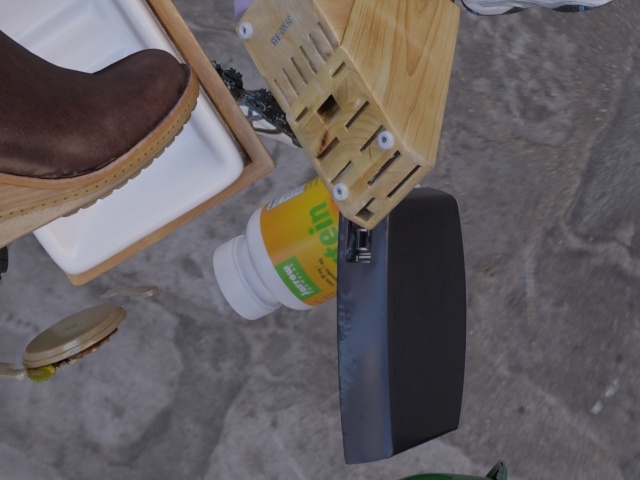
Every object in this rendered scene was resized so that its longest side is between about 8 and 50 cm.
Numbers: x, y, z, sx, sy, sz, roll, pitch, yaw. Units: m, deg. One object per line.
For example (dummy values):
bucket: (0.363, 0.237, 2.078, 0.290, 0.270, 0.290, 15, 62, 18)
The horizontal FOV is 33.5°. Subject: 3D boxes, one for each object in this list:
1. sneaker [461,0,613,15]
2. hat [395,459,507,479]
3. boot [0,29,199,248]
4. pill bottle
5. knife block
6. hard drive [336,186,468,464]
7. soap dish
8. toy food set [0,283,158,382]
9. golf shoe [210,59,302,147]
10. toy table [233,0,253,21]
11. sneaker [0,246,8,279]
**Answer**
sneaker: (0.252, -0.300, 1.162, 0.211, 0.080, 0.081, -6, 138, 16)
hat: (0.060, 0.249, 1.002, 0.184, 0.208, 0.173, 24, 71, 5)
boot: (-0.186, -0.102, 0.530, 0.090, 0.248, 0.206, 2, 123, 48)
pill bottle: (0.000, 0.000, 1.253, 0.246, 0.136, 0.136, -27, 87, 21)
knife block: (0.066, -0.159, 0.886, 0.088, 0.242, 0.275, -47, 65, 43)
hard drive: (0.083, 0.077, 1.022, 0.054, 0.172, 0.254, 2, 95, 37)
soap dish: (-0.205, -0.136, 0.954, 0.229, 0.118, 0.290, -30, 100, 17)
toy food set: (-0.265, 0.111, 1.155, 0.132, 0.192, 0.038, -3, 116, 53)
golf shoe: (-0.106, -0.180, 1.558, 0.198, 0.077, 0.094, 32, 123, -2)
toy table: (0.025, -0.368, 1.328, 0.274, 0.252, 0.160, -4, 86, -5)
sneaker: (-0.506, -0.063, 1.439, 0.118, 0.107, 0.279, -3, 92, 41)
